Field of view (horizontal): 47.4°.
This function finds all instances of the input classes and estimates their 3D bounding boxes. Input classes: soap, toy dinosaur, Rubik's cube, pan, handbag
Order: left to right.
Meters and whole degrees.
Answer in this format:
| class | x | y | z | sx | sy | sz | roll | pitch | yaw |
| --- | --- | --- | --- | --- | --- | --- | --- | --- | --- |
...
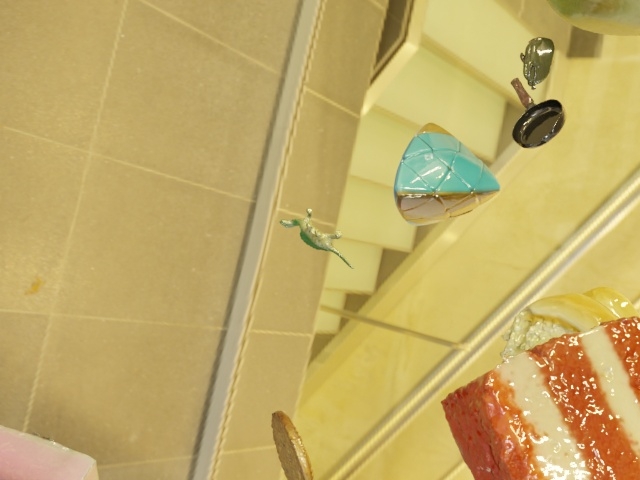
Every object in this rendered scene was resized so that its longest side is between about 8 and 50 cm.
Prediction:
| class | x | y | z | sx | sy | sz | roll | pitch | yaw |
| --- | --- | --- | --- | --- | --- | --- | --- | --- | --- |
| soap | -0.414 | 0.397 | 1.078 | 0.081 | 0.181 | 0.260 | -61 | 164 | -49 |
| toy dinosaur | 0.000 | -0.001 | 1.009 | 0.119 | 0.060 | 0.029 | 38 | 59 | -6 |
| Rubik's cube | 0.285 | -0.161 | 1.628 | 0.254 | 0.254 | 0.255 | -18 | 114 | -49 |
| pan | 0.432 | -0.263 | 1.489 | 0.040 | 0.114 | 0.212 | 36 | 29 | -34 |
| handbag | 0.459 | -0.377 | 1.547 | 0.047 | 0.072 | 0.111 | -7 | 107 | -84 |

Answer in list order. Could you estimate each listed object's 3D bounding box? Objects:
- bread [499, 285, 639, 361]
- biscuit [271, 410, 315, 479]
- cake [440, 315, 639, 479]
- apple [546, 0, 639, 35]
| class | x | y | z | sx | sy | sz | roll | pitch | yaw |
| --- | --- | --- | --- | --- | --- | --- | --- | --- | --- |
| bread | 0.565 | 0.318 | 1.635 | 0.245 | 0.328 | 0.425 | -23 | 119 | -56 |
| biscuit | -0.047 | 0.402 | 1.339 | 0.027 | 0.188 | 0.188 | -16 | 115 | -18 |
| cake | 0.407 | 0.313 | 1.238 | 0.319 | 0.269 | 0.270 | -15 | 71 | -14 |
| apple | 0.652 | -0.627 | 1.445 | 0.473 | 0.473 | 0.474 | -18 | 114 | -49 |
